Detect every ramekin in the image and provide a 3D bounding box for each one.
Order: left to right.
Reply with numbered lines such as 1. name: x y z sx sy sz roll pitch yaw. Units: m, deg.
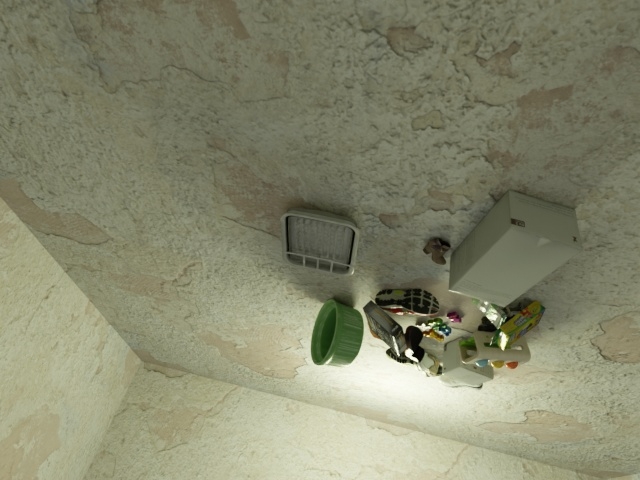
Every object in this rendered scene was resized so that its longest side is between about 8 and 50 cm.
1. ramekin: 0.078 0.436 1.903 0.148 0.304 0.303 18 145 -16

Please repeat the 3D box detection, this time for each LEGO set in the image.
1. LEGO set: 0.539 0.401 1.850 0.093 0.087 0.227 34 142 -23

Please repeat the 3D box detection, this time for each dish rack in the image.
1. dish rack: 0.000 0.000 1.524 0.285 0.072 0.333 12 145 7

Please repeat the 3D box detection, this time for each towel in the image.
1. towel: 0.646 0.265 1.590 0.023 0.152 0.113 -28 142 -14

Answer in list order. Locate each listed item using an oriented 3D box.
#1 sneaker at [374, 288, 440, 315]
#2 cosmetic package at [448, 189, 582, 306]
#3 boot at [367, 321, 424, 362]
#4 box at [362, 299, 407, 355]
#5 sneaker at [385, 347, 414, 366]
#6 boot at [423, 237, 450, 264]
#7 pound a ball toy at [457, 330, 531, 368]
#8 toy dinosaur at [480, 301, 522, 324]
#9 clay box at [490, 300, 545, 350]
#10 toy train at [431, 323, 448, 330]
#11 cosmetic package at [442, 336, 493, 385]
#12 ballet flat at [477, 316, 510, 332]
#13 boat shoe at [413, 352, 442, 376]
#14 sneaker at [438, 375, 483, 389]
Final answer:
1. sneaker: 0.370 0.267 1.735 0.279 0.107 0.118 5 150 32
2. cosmetic package: 0.581 0.041 1.286 0.217 0.156 0.385 18 144 -3
3. boot: 0.347 0.432 1.943 0.280 0.096 0.264 24 157 37
4. box: 0.280 0.379 1.776 0.183 0.056 0.231 40 164 36
5. sneaker: 0.432 0.640 2.223 0.208 0.082 0.094 25 146 -14
6. boot: 0.420 0.037 1.439 0.118 0.042 0.087 29 141 -18
7. pound a ball toy: 0.759 0.508 1.815 0.319 0.136 0.208 10 144 -18
8. toy dinosaur: 0.729 0.295 1.628 0.118 0.064 0.268 -10 156 -4
9. clay box: 0.756 0.337 1.588 0.053 0.222 0.127 47 164 37
10. toy train: 0.550 0.403 1.907 0.023 0.017 0.083 43 137 -19
11. cosmetic package: 0.703 0.581 1.975 0.183 0.151 0.151 22 144 -11
12. ballet flat: 0.739 0.361 1.761 0.057 0.049 0.173 18 141 -28
13. boat shoe: 0.565 0.640 2.155 0.103 0.113 0.302 -8 149 28
14. sneaker: 0.765 0.750 2.256 0.235 0.090 0.095 -4 128 20
